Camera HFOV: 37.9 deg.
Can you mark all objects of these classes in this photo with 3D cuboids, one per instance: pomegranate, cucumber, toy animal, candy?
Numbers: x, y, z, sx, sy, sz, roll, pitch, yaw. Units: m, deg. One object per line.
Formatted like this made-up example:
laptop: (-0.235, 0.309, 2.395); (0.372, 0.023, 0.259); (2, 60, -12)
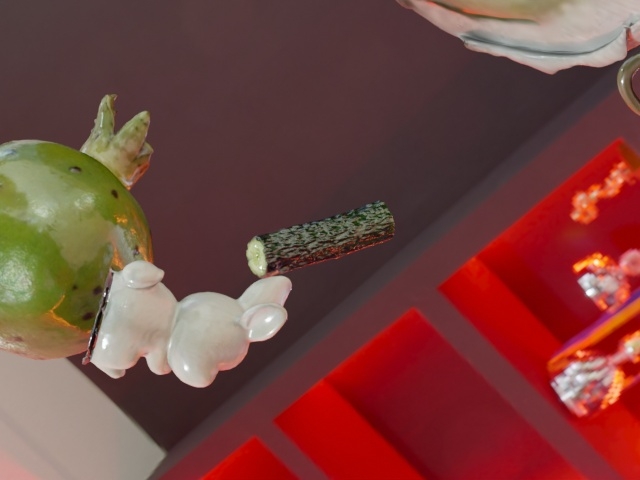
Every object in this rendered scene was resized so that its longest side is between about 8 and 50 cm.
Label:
pomegranate: (-0.308, -0.020, 1.081); (0.260, 0.260, 0.340); (33, -111, -22)
cucumber: (0.000, 0.001, 1.162); (0.187, 0.058, 0.058); (-17, -118, -21)
toy animal: (-0.088, 0.056, 0.627); (0.124, 0.085, 0.071); (16, -165, -9)
candy: (0.236, -0.372, 1.075); (0.427, 0.186, 0.386); (31, 162, 29)

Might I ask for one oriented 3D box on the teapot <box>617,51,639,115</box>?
teapot: (0.513, -0.269, 1.229); (0.175, 0.268, 0.185); (51, -167, -19)
